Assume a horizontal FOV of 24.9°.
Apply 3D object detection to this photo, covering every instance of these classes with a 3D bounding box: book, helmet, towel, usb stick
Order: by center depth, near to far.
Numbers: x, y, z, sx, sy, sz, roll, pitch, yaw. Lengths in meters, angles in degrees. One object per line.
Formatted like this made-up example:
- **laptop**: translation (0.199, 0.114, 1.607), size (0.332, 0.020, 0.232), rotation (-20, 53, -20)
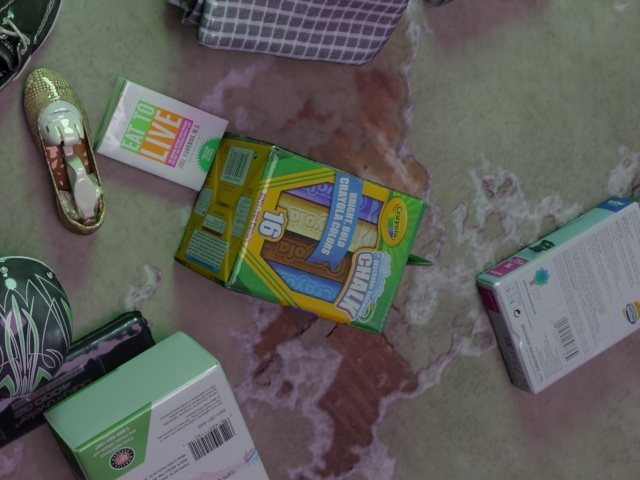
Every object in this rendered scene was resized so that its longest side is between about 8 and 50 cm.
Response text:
- **helmet**: translation (-0.360, 0.095, 1.649), size (0.169, 0.161, 0.169), rotation (-5, 102, -26)
- **towel**: translation (-0.013, -0.326, 1.704), size (0.284, 0.121, 0.235), rotation (2, 138, -30)
- **usb stick**: translation (-0.323, 0.176, 1.750), size (0.278, 0.045, 0.077), rotation (-30, 120, -20)
- **book**: translation (-0.195, -0.128, 1.769), size (0.144, 0.035, 0.096), rotation (20, 94, -30)

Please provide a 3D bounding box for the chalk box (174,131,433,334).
- **chalk box**: translation (0.000, 0.000, 1.806), size (0.289, 0.180, 0.179), rotation (20, 90, -27)

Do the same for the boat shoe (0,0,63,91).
- **boat shoe**: translation (-0.358, -0.218, 1.643), size (0.078, 0.070, 0.219), rotation (38, 81, -28)

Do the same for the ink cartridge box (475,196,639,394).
- **ink cartridge box**: translation (0.384, 0.065, 2.083), size (0.311, 0.065, 0.185), rotation (-28, 111, -18)

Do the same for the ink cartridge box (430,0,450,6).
- **ink cartridge box**: translation (0.182, -0.448, 1.901), size (0.189, 0.066, 0.232), rotation (-28, 90, -20)

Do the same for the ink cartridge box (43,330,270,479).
- **ink cartridge box**: translation (-0.185, 0.286, 1.779), size (0.201, 0.117, 0.278), rotation (-31, 121, -19)

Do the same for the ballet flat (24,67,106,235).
- **ballet flat**: translation (-0.291, -0.102, 1.700), size (0.073, 0.067, 0.206), rotation (-23, 109, -21)
